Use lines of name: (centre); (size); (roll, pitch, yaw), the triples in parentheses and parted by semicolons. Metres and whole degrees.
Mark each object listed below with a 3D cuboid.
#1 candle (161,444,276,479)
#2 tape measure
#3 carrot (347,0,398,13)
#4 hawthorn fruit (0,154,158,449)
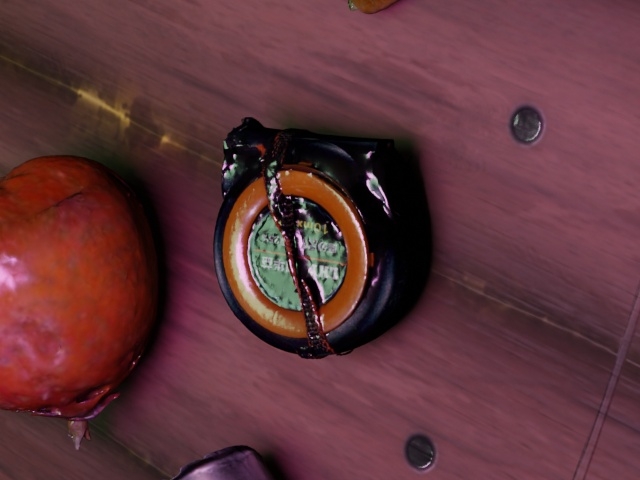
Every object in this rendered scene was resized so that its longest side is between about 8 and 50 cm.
candle: (-0.070, 0.369, 1.845); (0.187, 0.187, 0.330); (-42, 69, 30)
tape measure: (0.000, 0.000, 1.810); (0.202, 0.135, 0.223); (7, 98, 27)
carrot: (0.124, -0.277, 1.757); (0.254, 0.049, 0.049); (-26, 76, 31)
hawthorn fruit: (-0.284, 0.073, 1.961); (0.276, 0.276, 0.307); (-7, 112, 37)
